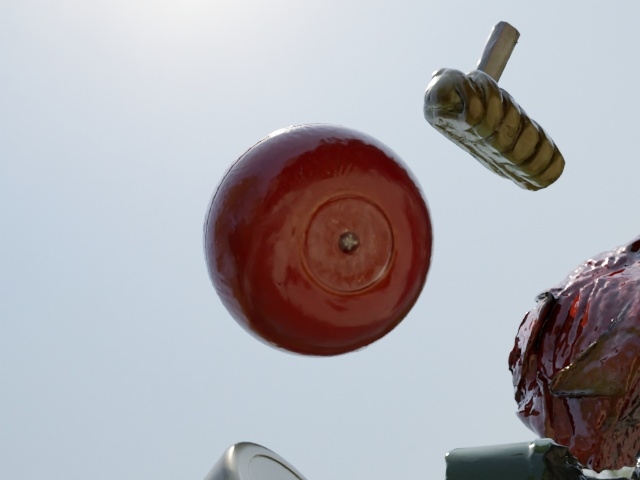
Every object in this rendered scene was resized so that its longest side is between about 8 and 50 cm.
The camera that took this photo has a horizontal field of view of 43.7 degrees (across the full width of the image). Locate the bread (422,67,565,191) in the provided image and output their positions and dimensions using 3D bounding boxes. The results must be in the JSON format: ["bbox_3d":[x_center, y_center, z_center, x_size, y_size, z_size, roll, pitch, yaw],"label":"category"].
[{"bbox_3d":[0.090,-0.056,0.404,0.088,0.049,0.034,32,-91,-26],"label":"bread"}]

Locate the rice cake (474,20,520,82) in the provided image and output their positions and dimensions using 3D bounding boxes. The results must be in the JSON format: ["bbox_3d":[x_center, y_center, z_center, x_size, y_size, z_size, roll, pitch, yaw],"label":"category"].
[{"bbox_3d":[0.252,-0.246,1.247,0.047,0.036,0.207,28,-96,-19],"label":"rice cake"}]

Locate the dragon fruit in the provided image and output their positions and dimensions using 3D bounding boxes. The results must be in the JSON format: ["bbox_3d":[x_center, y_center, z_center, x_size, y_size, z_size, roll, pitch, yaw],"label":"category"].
[{"bbox_3d":[0.335,0.160,0.964,0.302,0.330,0.240,-34,-82,-20],"label":"dragon fruit"}]

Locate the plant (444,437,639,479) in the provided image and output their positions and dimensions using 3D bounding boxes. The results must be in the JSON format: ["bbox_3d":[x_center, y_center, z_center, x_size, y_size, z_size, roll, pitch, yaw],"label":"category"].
[{"bbox_3d":[0.099,0.102,0.307,0.102,0.051,0.051,-5,-34,20],"label":"plant"}]

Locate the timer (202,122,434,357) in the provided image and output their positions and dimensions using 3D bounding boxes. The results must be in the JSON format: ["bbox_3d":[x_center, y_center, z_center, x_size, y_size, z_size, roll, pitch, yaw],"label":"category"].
[{"bbox_3d":[0.000,0.000,1.293,0.377,0.279,0.378,-1,-86,-16],"label":"timer"}]

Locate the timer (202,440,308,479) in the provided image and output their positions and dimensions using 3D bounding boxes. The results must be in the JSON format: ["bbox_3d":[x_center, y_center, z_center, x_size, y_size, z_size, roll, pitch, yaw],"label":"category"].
[{"bbox_3d":[-0.110,0.325,0.691,0.266,0.175,0.175,-43,-38,6],"label":"timer"}]
